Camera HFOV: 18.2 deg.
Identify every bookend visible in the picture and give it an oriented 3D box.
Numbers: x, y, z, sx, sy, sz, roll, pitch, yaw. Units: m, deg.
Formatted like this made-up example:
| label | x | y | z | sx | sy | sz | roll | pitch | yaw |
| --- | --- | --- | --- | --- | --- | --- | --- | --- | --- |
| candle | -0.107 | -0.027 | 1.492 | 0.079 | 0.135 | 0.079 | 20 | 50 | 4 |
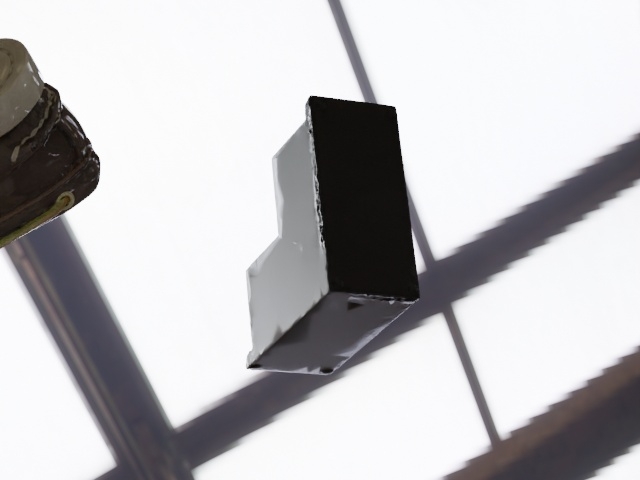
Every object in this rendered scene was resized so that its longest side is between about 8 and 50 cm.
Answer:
| label | x | y | z | sx | sy | sz | roll | pitch | yaw |
| --- | --- | --- | --- | --- | --- | --- | --- | --- | --- |
| bookend | 0.000 | 0.000 | 1.489 | 0.072 | 0.157 | 0.156 | 6 | -117 | -24 |

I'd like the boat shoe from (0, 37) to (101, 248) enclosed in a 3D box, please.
| label | x | y | z | sx | sy | sz | roll | pitch | yaw |
| --- | --- | --- | --- | --- | --- | --- | --- | --- | --- |
| boat shoe | -0.280 | 0.005 | 1.139 | 0.324 | 0.096 | 0.116 | -30 | -145 | 7 |
